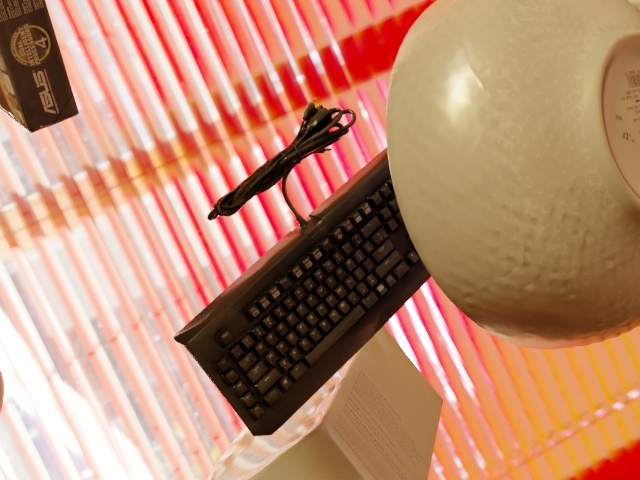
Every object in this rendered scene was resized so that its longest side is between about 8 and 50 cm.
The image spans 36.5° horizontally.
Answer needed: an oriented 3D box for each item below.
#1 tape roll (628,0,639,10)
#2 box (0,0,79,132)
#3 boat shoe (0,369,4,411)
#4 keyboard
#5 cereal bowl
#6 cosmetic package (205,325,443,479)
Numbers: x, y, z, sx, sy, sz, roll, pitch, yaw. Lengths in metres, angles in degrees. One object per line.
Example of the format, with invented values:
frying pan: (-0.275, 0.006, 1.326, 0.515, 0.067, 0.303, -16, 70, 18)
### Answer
tape roll: (0.491, -0.316, 1.215, 0.286, 0.286, 0.100, 35, -28, 63)
box: (-0.513, -0.392, 1.469, 0.318, 0.097, 0.394, 30, -41, 46)
boat shoe: (-0.510, 0.260, 1.199, 0.108, 0.301, 0.102, 32, -25, 12)
keyboard: (0.000, 0.000, 0.862, 0.201, 0.317, 0.033, 53, -28, -12)
cereal bowl: (0.224, -0.078, 0.820, 0.141, 0.339, 0.338, -14, -77, 51)
cosmetic package: (0.005, 0.251, 1.119, 0.156, 0.217, 0.385, 52, 14, -4)
